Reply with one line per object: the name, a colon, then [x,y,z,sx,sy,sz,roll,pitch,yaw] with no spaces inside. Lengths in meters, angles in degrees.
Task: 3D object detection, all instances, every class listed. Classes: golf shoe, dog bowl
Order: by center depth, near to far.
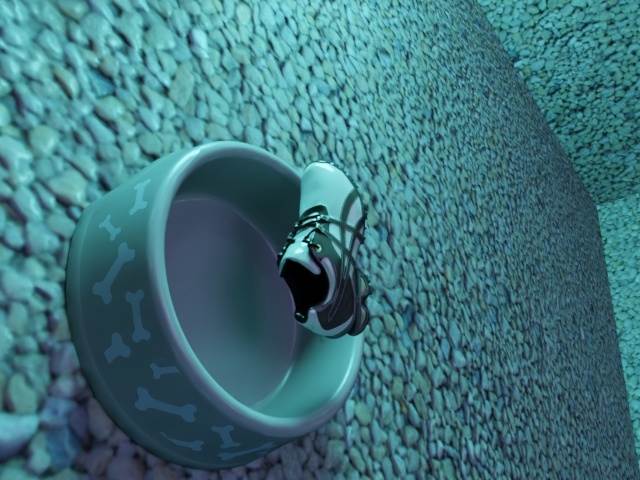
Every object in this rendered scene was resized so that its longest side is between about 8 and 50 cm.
golf shoe: [0.000,0.000,0.602,0.093,0.077,0.198,14,60,-49]
dog bowl: [-0.080,0.054,0.621,0.348,0.102,0.349,30,49,-41]
